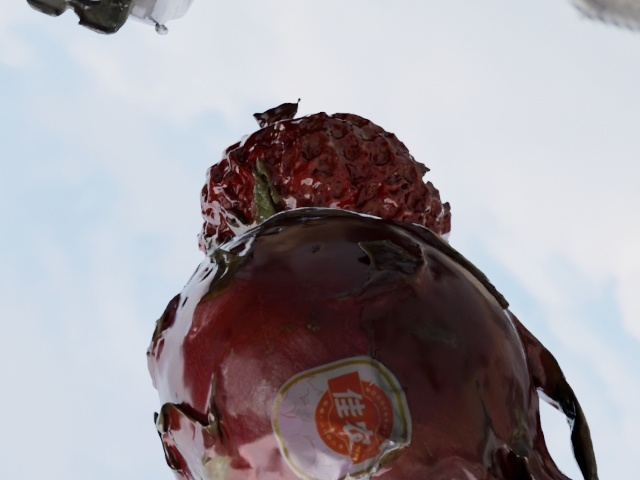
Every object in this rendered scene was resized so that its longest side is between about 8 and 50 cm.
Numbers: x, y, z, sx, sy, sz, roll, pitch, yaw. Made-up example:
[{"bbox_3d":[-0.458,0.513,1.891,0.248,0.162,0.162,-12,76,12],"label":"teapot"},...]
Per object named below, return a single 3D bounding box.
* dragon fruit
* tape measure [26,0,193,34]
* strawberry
[{"bbox_3d":[0.032,0.054,0.408,0.190,0.094,0.094,34,-153,29],"label":"dragon fruit"},{"bbox_3d":[-0.090,-0.216,0.948,0.120,0.197,0.236,21,-172,-2],"label":"tape measure"},{"bbox_3d":[0.000,0.000,0.898,0.145,0.145,0.086,34,-148,-5],"label":"strawberry"}]
